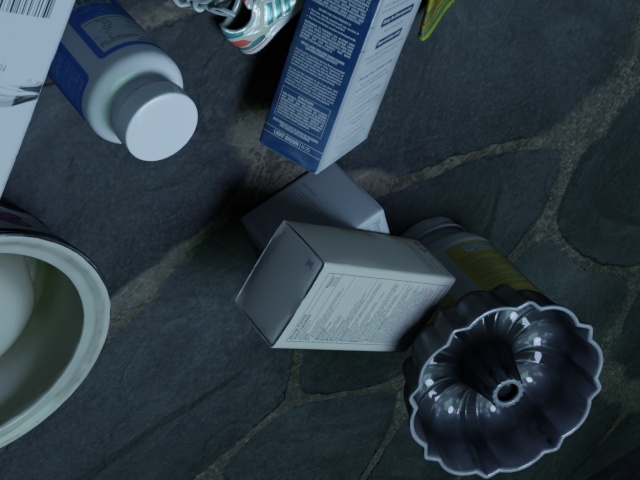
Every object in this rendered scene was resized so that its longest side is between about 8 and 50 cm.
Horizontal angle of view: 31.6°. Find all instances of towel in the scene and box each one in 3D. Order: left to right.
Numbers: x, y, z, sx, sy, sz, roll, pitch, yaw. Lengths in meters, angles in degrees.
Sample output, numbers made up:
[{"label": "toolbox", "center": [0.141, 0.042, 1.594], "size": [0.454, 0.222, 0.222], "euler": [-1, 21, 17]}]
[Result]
[{"label": "towel", "center": [0.185, -0.387, 1.600], "size": [0.102, 0.021, 0.237], "euler": [-59, 172, -26]}]

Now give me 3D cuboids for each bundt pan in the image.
[{"label": "bundt pan", "center": [0.274, 0.211, 1.801], "size": [0.331, 0.124, 0.331], "euler": [-8, 119, -15]}]

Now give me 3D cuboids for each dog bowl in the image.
[{"label": "dog bowl", "center": [-0.487, 0.109, 1.459], "size": [0.408, 0.150, 0.408], "euler": [-27, 143, -22]}]

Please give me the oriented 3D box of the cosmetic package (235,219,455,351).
[{"label": "cosmetic package", "center": [0.043, 0.075, 1.700], "size": [0.309, 0.113, 0.160], "euler": [10, 120, -47]}]

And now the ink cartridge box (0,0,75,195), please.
[{"label": "ink cartridge box", "center": [-0.427, -0.231, 1.140], "size": [0.285, 0.166, 0.395], "euler": [2, 125, -45]}]

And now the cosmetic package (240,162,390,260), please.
[{"label": "cosmetic package", "center": [0.000, 0.000, 1.809], "size": [0.183, 0.151, 0.151], "euler": [-35, 144, -10]}]

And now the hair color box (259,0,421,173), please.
[{"label": "hair color box", "center": [0.043, -0.280, 1.548], "size": [0.174, 0.105, 0.347], "euler": [-40, 157, -55]}]

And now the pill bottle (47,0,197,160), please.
[{"label": "pill bottle", "center": [-0.237, -0.190, 1.318], "size": [0.124, 0.221, 0.124], "euler": [-26, 142, -22]}]

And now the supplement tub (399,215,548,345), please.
[{"label": "supplement tub", "center": [0.274, 0.134, 2.060], "size": [0.241, 0.331, 0.241], "euler": [-25, 141, -22]}]

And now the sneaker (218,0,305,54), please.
[{"label": "sneaker", "center": [-0.069, -0.320, 1.486], "size": [0.161, 0.057, 0.075], "euler": [-47, 151, 11]}]

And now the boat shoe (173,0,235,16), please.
[{"label": "boat shoe", "center": [-0.136, -0.328, 1.366], "size": [0.306, 0.113, 0.105], "euler": [-24, 128, -39]}]
